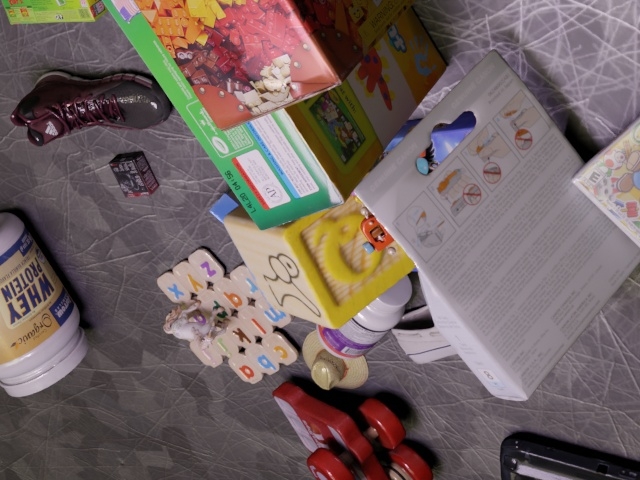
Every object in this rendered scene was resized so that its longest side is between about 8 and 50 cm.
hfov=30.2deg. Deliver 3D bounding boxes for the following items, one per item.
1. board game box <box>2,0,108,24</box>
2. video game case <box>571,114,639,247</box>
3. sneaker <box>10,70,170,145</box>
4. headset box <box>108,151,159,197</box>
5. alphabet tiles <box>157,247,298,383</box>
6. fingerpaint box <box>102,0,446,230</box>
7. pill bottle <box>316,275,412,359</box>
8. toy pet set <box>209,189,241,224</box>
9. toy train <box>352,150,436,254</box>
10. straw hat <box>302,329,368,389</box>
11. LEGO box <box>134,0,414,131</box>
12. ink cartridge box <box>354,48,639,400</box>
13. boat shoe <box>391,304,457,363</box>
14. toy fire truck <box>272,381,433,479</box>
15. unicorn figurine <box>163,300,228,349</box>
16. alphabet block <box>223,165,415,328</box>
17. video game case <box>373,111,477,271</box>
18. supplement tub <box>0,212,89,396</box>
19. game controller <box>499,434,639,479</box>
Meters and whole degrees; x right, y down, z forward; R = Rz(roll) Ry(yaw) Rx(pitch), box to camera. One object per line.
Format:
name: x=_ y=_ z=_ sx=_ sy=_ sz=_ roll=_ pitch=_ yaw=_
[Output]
board game box: x=-0.444 y=-0.407 z=1.942 sx=0.181 sy=0.043 sz=0.092 roll=4 pitch=126 yaw=28
video game case: x=0.494 y=-0.074 z=1.606 sx=0.227 sy=0.026 sz=0.206 roll=43 pitch=114 yaw=-6
sneaker: x=-0.400 y=-0.204 z=1.993 sx=0.281 sy=0.162 sz=0.106 roll=6 pitch=127 yaw=28
headset box: x=-0.332 y=-0.114 z=2.117 sx=0.062 sy=0.032 sz=0.083 roll=-4 pitch=123 yaw=34
alphabet tiles: x=-0.174 y=0.144 z=2.235 sx=0.278 sy=0.021 sz=0.284 roll=49 pitch=134 yaw=-8
fingerpaint box: x=-0.065 y=-0.302 z=1.566 sx=0.163 sy=0.371 sz=0.444 roll=-18 pitch=115 yaw=40
pill bottle: x=0.076 y=0.116 z=1.985 sx=0.108 sy=0.108 sz=0.193 roll=38 pitch=143 yaw=-1
toy pet set: x=-0.129 y=-0.035 z=2.034 sx=0.114 sy=0.065 sz=0.122 roll=42 pitch=134 yaw=-5
toy train: x=0.108 y=-0.064 z=1.756 sx=0.125 sy=0.166 sz=0.046 roll=49 pitch=179 yaw=-20
straw hat: x=0.014 y=0.236 z=2.168 sx=0.145 sy=0.061 sz=0.144 roll=16 pitch=131 yaw=19
LEGO box: x=-0.032 y=-0.422 z=1.361 sx=0.193 sy=0.500 sz=0.372 roll=-16 pitch=116 yaw=39
ink cartridge box: x=0.243 y=-0.020 z=1.641 sx=0.385 sy=0.308 sz=0.091 roll=49 pitch=159 yaw=-14
boat shoe: x=0.221 y=0.125 z=1.937 sx=0.088 sy=0.096 sz=0.267 roll=46 pitch=143 yaw=-16
toy fire truck: x=0.050 y=0.406 z=2.228 sx=0.254 sy=0.169 sz=0.302 roll=20 pitch=147 yaw=52
unicorn figurine: x=-0.222 y=0.161 z=2.185 sx=0.162 sy=0.111 sz=0.060 roll=-6 pitch=118 yaw=36
alphabet block: x=0.000 y=0.000 z=1.852 sx=0.197 sy=0.193 sz=0.192 roll=14 pitch=138 yaw=56
video game case: x=0.212 y=-0.071 z=1.803 sx=0.270 sy=0.061 sz=0.244 roll=-5 pitch=121 yaw=34
supplement tub: x=-0.621 y=0.129 z=2.348 sx=0.228 sy=0.228 sz=0.316 roll=-10 pitch=119 yaw=36
game controller: x=0.465 y=0.431 z=2.064 sx=0.319 sy=0.067 sz=0.166 roll=13 pitch=145 yaw=23
